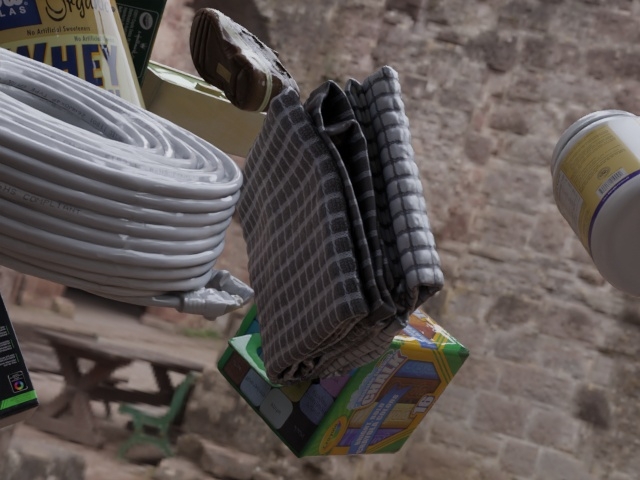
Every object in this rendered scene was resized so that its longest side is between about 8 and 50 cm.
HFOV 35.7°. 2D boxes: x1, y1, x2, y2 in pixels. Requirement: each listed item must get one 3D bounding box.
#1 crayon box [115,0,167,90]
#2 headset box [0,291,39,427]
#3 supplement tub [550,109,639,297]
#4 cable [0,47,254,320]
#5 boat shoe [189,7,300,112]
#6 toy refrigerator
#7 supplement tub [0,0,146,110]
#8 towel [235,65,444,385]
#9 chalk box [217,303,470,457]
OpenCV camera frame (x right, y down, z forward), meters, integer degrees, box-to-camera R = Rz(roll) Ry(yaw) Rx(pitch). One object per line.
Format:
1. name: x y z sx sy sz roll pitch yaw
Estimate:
1. crayon box: -0.260 -0.384 1.365 0.083 0.322 0.203 9 -41 -19
2. headset box: -0.655 0.228 1.735 0.246 0.283 0.131 -16 -13 -29
3. supplement tub: 0.545 -0.075 1.726 0.241 0.241 0.331 16 25 -13
4. cable: -0.175 -0.053 0.625 0.257 0.089 0.257 35 13 34
5. boat shoe: -0.108 -0.250 1.418 0.095 0.095 0.257 3 35 -32
6. toy refrigerator: -0.199 -0.214 1.596 0.102 0.094 0.270 40 17 35
7. supplement tub: -0.291 -0.149 0.937 0.228 0.316 0.228 -16 0 0
8. towel: 0.000 0.000 0.960 0.121 0.234 0.283 -4 -20 -18
9. chalk box: 0.012 0.144 1.225 0.180 0.179 0.289 42 15 33
